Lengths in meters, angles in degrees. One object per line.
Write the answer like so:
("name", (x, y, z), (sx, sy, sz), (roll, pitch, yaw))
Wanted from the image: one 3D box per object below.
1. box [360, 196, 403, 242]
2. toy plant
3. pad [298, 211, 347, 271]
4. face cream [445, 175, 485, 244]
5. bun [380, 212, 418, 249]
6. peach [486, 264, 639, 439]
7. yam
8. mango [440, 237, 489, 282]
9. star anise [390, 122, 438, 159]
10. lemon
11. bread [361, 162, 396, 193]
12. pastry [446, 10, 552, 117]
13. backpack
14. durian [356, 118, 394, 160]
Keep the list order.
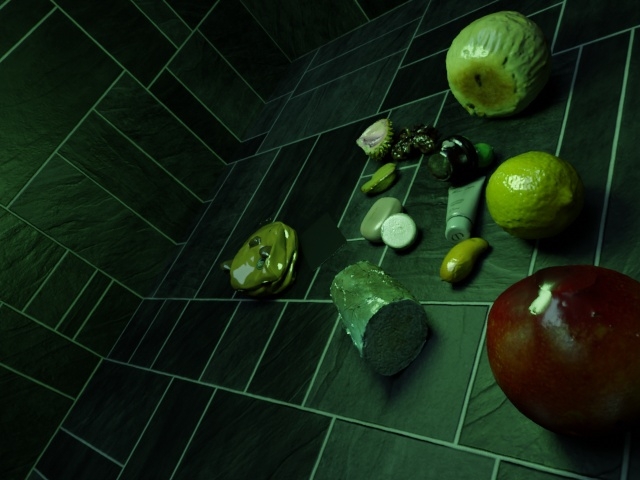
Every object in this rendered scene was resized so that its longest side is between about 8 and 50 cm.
("box", (0.241, -0.082, 1.947), (0.146, 0.088, 0.200), (9, 60, 54))
("toy plant", (0.510, -0.307, 1.824), (0.235, 0.176, 0.218), (-24, 31, -28))
("pad", (0.000, 0.000, 2.216), (0.202, 0.005, 0.300), (-42, 32, 7))
("face cream", (0.491, -0.112, 1.711), (0.143, 0.089, 0.314), (-20, 29, 36))
("bun", (0.293, -0.026, 1.830), (0.138, 0.094, 0.138), (-5, 73, 15))
("peach", (0.526, 0.217, 1.026), (0.388, 0.388, 0.388), (-30, 35, 24))
("yam", (0.173, 0.225, 1.578), (0.241, 0.241, 0.348), (-44, 30, 4))
("mango", (0.446, 0.059, 1.566), (0.190, 0.075, 0.098), (-47, 47, -9))
("star anise", (0.393, -0.422, 2.121), (0.220, 0.126, 0.190), (-21, 44, 30))
("lemon", (0.607, -0.130, 1.430), (0.253, 0.253, 0.310), (-46, 16, 0))
("bread", (0.261, -0.263, 2.159), (0.187, 0.065, 0.149), (-37, 22, 20))
("pastry", (0.659, -0.655, 1.838), (0.388, 0.388, 0.313), (5, 55, 52))
("backpack", (-0.254, 0.081, 2.243), (0.353, 0.201, 0.378), (-21, 43, 28))
("durian", (0.276, -0.458, 2.283), (0.191, 0.112, 0.341), (-37, 21, 7))
